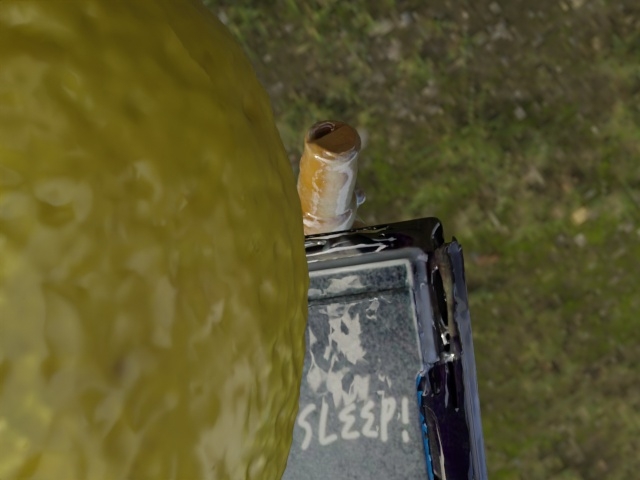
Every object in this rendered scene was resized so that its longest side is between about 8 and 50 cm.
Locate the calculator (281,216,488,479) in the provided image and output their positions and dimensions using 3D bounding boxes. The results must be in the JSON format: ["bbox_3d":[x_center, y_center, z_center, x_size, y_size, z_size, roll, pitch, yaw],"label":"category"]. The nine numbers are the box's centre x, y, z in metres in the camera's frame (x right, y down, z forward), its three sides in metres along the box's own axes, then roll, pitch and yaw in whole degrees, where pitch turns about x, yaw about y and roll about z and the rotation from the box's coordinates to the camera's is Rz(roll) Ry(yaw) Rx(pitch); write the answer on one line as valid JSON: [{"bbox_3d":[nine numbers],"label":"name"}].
[{"bbox_3d":[-0.002,0.133,0.721,0.166,0.274,0.028,-8,176,21],"label":"calculator"}]

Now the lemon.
[{"bbox_3d":[-0.118,0.013,0.425,0.228,0.228,0.253,1,91,-32],"label":"lemon"}]

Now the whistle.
[{"bbox_3d":[0.000,0.000,1.131,0.107,0.057,0.220,-23,148,-24],"label":"whistle"}]
